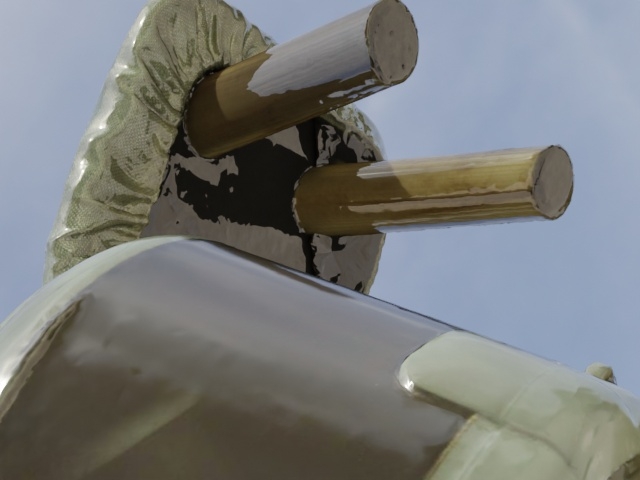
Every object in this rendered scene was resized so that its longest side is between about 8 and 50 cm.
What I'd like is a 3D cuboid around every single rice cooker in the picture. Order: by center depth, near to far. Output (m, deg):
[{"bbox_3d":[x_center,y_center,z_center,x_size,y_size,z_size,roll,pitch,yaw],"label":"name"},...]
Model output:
[{"bbox_3d":[-0.005,0.185,0.848,0.335,0.325,0.335,-47,-32,-42],"label":"rice cooker"}]

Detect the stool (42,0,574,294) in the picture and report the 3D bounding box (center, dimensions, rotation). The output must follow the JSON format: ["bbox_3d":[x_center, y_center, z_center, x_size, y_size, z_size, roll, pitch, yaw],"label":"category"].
[{"bbox_3d":[0.000,0.000,1.308,0.310,0.226,0.310,35,-116,-47],"label":"stool"}]
